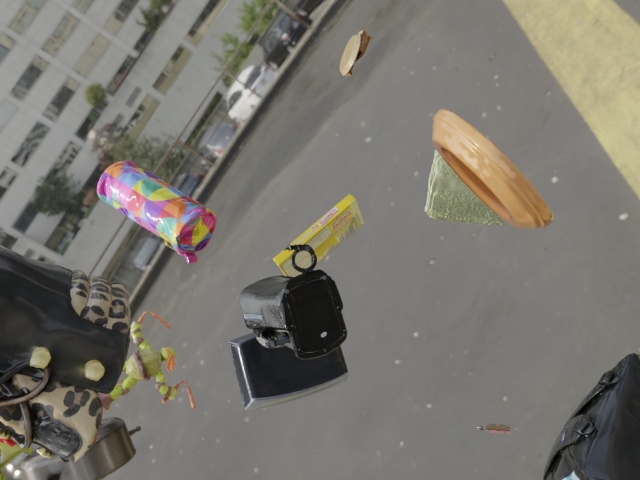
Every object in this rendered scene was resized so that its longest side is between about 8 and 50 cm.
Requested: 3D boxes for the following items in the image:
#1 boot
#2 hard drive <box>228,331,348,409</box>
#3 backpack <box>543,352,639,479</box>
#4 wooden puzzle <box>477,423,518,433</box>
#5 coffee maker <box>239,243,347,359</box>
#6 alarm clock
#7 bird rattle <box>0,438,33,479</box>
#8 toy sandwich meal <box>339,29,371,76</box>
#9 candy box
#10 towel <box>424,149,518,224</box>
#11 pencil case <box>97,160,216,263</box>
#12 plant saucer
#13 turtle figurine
[{"bbox_3d":[-0.294,0.093,0.430,0.138,0.284,0.377,-55,26,19],"label":"boot"},{"bbox_3d":[-0.064,0.269,1.384,0.054,0.255,0.171,-39,64,61],"label":"hard drive"},{"bbox_3d":[0.569,0.435,1.209,0.290,0.273,0.355,-50,-12,-32],"label":"backpack"},{"bbox_3d":[0.373,0.396,1.299,0.049,0.083,0.006,3,-94,-73],"label":"wooden puzzle"},{"bbox_3d":[-0.048,0.097,0.999,0.178,0.120,0.171,-5,79,61],"label":"coffee maker"},{"bbox_3d":[-0.303,0.269,0.750,0.130,0.064,0.192,-21,3,3],"label":"alarm clock"},{"bbox_3d":[-0.530,0.309,0.886,0.253,0.207,0.143,105,159,-47],"label":"bird rattle"},{"bbox_3d":[0.062,-0.333,1.106,0.085,0.029,0.085,-163,90,-73],"label":"toy sandwich meal"},{"bbox_3d":[0.000,0.000,1.269,0.206,0.105,0.027,-40,59,-8],"label":"candy box"},{"bbox_3d":[0.237,-0.079,0.962,0.027,0.148,0.109,-163,81,-76],"label":"towel"},{"bbox_3d":[-0.302,-0.058,1.135,0.104,0.236,0.104,-43,-28,-29],"label":"pencil case"},{"bbox_3d":[0.209,-0.083,0.782,0.037,0.200,0.200,-45,22,7],"label":"plant saucer"},{"bbox_3d":[-0.432,0.320,1.486,0.217,0.269,0.087,-27,-9,-12],"label":"turtle figurine"}]
